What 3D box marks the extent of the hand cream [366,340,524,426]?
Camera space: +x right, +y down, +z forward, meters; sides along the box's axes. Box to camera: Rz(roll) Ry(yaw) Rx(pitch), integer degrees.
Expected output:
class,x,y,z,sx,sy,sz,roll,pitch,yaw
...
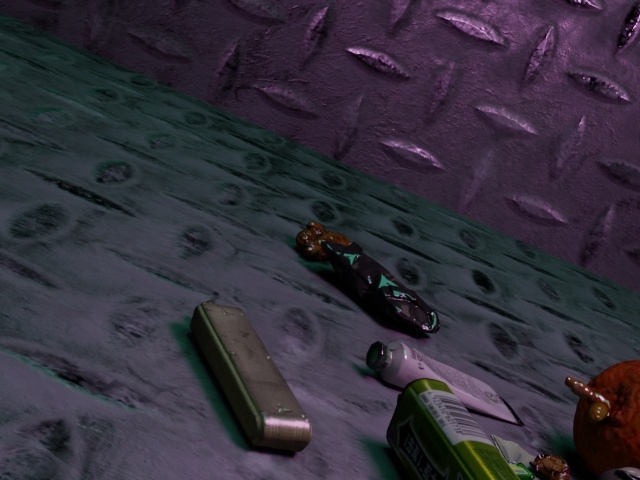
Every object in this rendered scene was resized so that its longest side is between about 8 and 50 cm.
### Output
class,x,y,z,sx,sy,sz,roll,pitch,yaw
hand cream,0.231,0.263,1.810,0.336,0.076,0.121,24,18,-27

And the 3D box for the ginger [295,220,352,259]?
class,x,y,z,sx,sy,sz,roll,pitch,yaw
ginger,0.000,0.000,2.323,0.103,0.073,0.162,34,18,35

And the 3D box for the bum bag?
class,x,y,z,sx,sy,sz,roll,pitch,yaw
bum bag,0.121,0.099,2.134,0.144,0.095,0.340,17,21,-51

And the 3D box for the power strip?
class,x,y,z,sx,sy,sz,roll,pitch,yaw
power strip,-0.120,0.193,1.487,0.092,0.066,0.387,14,20,-29

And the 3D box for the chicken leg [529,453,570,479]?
class,x,y,z,sx,sy,sz,roll,pitch,yaw
chicken leg,0.381,0.386,1.610,0.062,0.037,0.145,4,14,0

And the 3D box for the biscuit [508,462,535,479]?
class,x,y,z,sx,sy,sz,roll,pitch,yaw
biscuit,0.303,0.376,1.581,0.089,0.016,0.046,9,17,-30

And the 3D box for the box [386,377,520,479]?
class,x,y,z,sx,sy,sz,roll,pitch,yaw
box,0.198,0.331,1.355,0.097,0.134,0.345,14,17,-22

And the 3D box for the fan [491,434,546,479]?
class,x,y,z,sx,sy,sz,roll,pitch,yaw
fan,0.366,0.396,1.641,0.131,0.009,0.240,18,15,-30

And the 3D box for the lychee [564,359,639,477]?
class,x,y,z,sx,sy,sz,roll,pitch,yaw
lychee,0.562,0.329,1.723,0.300,0.255,0.255,43,8,-19

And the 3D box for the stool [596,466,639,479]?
class,x,y,z,sx,sy,sz,roll,pitch,yaw
stool,0.489,0.437,1.427,0.153,0.139,0.228,22,14,-11
